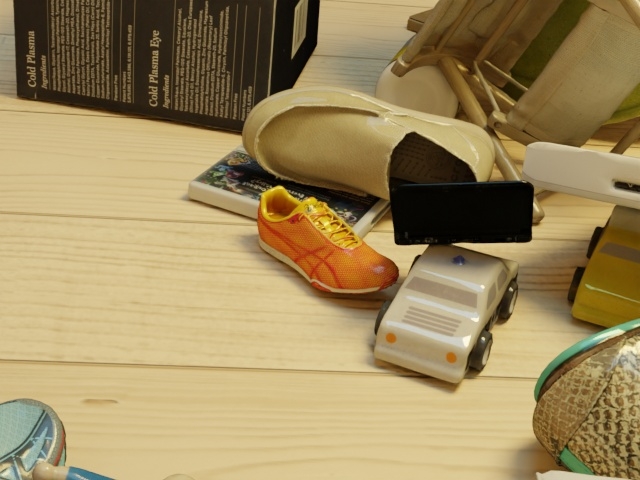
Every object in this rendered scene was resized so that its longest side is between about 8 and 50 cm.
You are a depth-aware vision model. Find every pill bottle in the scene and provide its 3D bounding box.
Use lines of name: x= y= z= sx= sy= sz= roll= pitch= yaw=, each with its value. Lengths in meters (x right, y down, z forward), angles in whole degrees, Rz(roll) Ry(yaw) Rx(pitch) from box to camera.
pill bottle: x=0.139 y=-0.205 z=1.463 sx=0.103 sy=0.103 sz=0.184 roll=14 pitch=30 yaw=13

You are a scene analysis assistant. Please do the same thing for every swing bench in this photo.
swing bench: x=0.254 y=-0.206 z=1.254 sx=0.165 sy=0.253 sz=0.254 roll=-25 pitch=69 yaw=-43

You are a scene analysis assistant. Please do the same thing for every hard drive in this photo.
hard drive: x=0.392 y=-0.044 z=1.134 sx=0.353 sy=0.047 sz=0.233 roll=2 pitch=10 yaw=-45

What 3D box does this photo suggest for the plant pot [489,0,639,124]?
plant pot: x=0.305 y=-0.387 z=1.413 sx=0.367 sy=0.353 sz=0.366 roll=-15 pitch=53 yaw=21

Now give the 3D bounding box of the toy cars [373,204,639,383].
toy cars: x=0.211 y=0.026 z=1.083 sx=0.394 sy=0.087 sz=0.176 roll=-9 pitch=32 yaw=-25

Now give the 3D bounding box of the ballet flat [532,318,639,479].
ballet flat: x=0.392 y=0.091 z=0.928 sx=0.483 sy=0.164 sz=0.182 roll=-24 pitch=55 yaw=-23

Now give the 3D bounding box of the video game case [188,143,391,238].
video game case: x=-0.018 y=-0.060 z=1.258 sx=0.190 sy=0.022 sz=0.173 roll=18 pitch=31 yaw=18

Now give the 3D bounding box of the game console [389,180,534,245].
game console: x=0.126 y=-0.035 z=1.044 sx=0.122 sy=0.071 sz=0.107 roll=-1 pitch=21 yaw=7

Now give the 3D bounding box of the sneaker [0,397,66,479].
sneaker: x=-0.265 y=0.150 z=0.725 sx=0.104 sy=0.125 sz=0.262 roll=28 pitch=36 yaw=32

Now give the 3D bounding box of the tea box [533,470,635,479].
tea box: x=0.234 y=0.295 z=0.472 sx=0.324 sy=0.220 sz=0.329 roll=8 pitch=29 yaw=2

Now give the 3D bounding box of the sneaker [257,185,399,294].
sneaker: x=0.000 y=0.000 z=1.100 sx=0.175 sy=0.067 sz=0.064 roll=26 pitch=40 yaw=36

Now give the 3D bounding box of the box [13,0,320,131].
box: x=-0.178 y=-0.297 z=1.489 sx=0.313 sy=0.178 sz=0.343 roll=8 pitch=29 yaw=6

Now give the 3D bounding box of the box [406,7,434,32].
box: x=0.258 y=-0.315 z=1.768 sx=0.201 sy=0.021 sz=0.164 roll=27 pitch=35 yaw=33

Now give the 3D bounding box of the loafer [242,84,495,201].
loafer: x=0.053 y=-0.094 z=1.207 sx=0.269 sy=0.101 sz=0.092 roll=6 pitch=24 yaw=-4

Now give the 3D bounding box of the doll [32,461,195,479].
doll: x=-0.147 y=0.194 z=0.745 sx=0.189 sy=0.046 sz=0.129 roll=-21 pitch=59 yaw=-43
